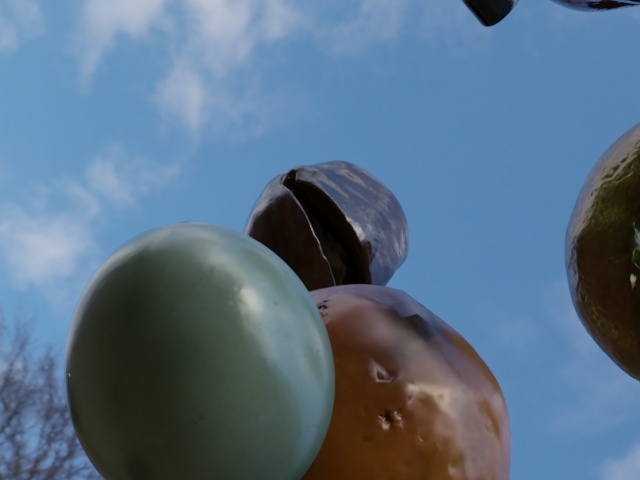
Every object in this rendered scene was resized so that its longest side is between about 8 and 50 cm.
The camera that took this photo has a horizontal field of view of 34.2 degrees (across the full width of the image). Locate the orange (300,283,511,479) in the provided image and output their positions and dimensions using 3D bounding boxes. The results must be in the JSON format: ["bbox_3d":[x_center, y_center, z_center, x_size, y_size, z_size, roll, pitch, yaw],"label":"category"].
[{"bbox_3d":[0.017,0.150,0.763,0.246,0.246,0.246,8,-75,30],"label":"orange"}]

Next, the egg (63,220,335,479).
[{"bbox_3d":[-0.067,0.075,0.581,0.149,0.149,0.192,23,-35,26],"label":"egg"}]

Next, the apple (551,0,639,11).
[{"bbox_3d":[0.293,-0.312,0.875,0.305,0.305,0.235,8,-77,30],"label":"apple"}]

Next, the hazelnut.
[{"bbox_3d":[0.000,0.000,1.380,0.217,0.251,0.217,37,-39,38],"label":"hazelnut"}]

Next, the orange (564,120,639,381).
[{"bbox_3d":[0.394,0.000,1.216,0.196,0.262,0.335,15,-82,28],"label":"orange"}]

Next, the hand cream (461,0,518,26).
[{"bbox_3d":[0.133,-0.369,1.180,0.061,0.120,0.270,-15,-55,49],"label":"hand cream"}]
